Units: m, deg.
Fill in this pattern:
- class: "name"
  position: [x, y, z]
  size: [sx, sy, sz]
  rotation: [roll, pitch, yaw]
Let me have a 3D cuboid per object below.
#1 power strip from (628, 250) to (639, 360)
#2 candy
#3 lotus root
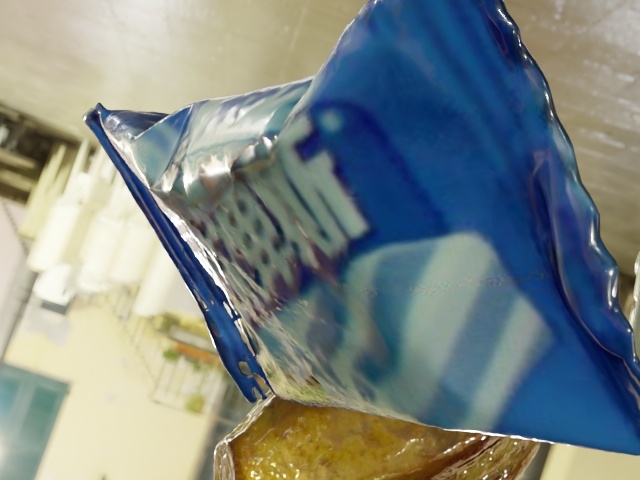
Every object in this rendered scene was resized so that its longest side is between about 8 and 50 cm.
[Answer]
- class: "power strip"
  position: [0.223, -0.005, 0.730]
  size: [0.061, 0.215, 0.145]
  rotation: [9, -176, 16]
- class: "candy"
  position: [0.000, 0.000, 0.492]
  size: [0.187, 0.077, 0.331]
  rotation: [62, 156, -13]
- class: "lotus root"
  position: [0.041, 0.163, 1.014]
  size: [0.291, 0.193, 0.193]
  rotation: [-20, -165, -27]
